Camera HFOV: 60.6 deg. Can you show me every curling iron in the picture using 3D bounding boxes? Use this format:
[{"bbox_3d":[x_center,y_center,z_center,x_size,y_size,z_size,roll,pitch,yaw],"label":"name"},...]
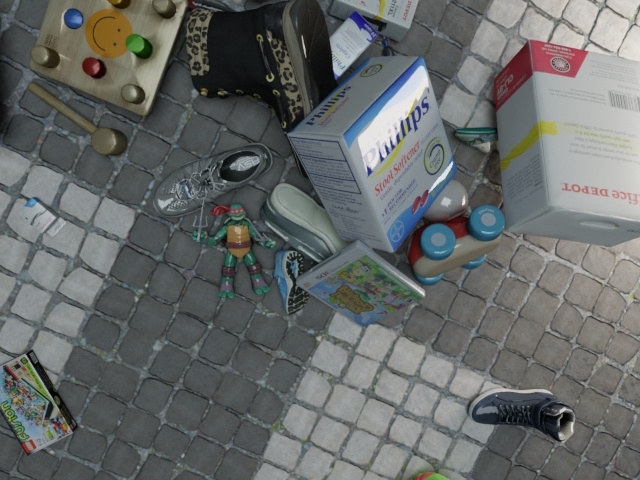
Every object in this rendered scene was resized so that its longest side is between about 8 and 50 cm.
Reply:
[{"bbox_3d":[-0.272,-0.496,1.184,0.274,0.035,0.068,7,98,-6],"label":"curling iron"}]

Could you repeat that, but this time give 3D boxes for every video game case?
[{"bbox_3d":[0.086,0.102,1.195,0.212,0.023,0.193,36,131,-26],"label":"video game case"}]

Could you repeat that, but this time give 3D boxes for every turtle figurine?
[{"bbox_3d":[-0.179,0.007,1.198,0.175,0.118,0.234,-1,111,8],"label":"turtle figurine"}]

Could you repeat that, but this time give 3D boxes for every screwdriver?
[{"bbox_3d":[0.139,-0.469,1.240,0.025,0.024,0.169,-23,96,-33],"label":"screwdriver"}]

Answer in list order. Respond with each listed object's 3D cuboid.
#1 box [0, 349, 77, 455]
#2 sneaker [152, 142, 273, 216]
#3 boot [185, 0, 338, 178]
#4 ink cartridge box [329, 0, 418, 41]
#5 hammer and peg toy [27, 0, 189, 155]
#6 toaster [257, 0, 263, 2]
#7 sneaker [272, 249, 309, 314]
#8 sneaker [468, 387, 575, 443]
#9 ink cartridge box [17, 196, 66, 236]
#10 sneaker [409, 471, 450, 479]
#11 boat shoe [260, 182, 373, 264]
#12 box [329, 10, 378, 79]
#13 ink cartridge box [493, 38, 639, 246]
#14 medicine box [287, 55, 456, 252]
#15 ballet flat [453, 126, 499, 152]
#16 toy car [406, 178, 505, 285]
[{"bbox_3d":[-0.646,0.360,1.215,0.114,0.036,0.207,-28,97,-3],"label":"box"},{"bbox_3d":[-0.236,-0.140,1.177,0.281,0.115,0.105,-29,97,-3],"label":"sneaker"},{"bbox_3d":[-0.114,-0.308,1.140,0.284,0.138,0.377,13,136,26],"label":"boot"},{"bbox_3d":[0.124,-0.535,1.197,0.175,0.072,0.127,18,83,-7],"label":"ink cartridge box"},{"bbox_3d":[-0.453,-0.368,1.111,0.266,0.127,0.361,23,99,-6],"label":"hammer and peg toy"},{"bbox_3d":[-0.101,-0.609,1.124,0.186,0.110,0.168,-18,99,24],"label":"toaster"},{"bbox_3d":[-0.072,0.092,1.251,0.063,0.073,0.162,-18,115,-36],"label":"sneaker"},{"bbox_3d":[0.479,0.412,1.285,0.226,0.163,0.086,-6,97,-4],"label":"sneaker"},{"bbox_3d":[-0.604,-0.049,1.188,0.083,0.028,0.048,41,90,-9],"label":"ink cartridge box"},{"bbox_3d":[0.158,0.764,1.268,0.483,0.185,0.202,-40,94,-1],"label":"sneaker"},{"bbox_3d":[0.000,0.000,1.244,0.319,0.116,0.099,38,133,-15],"label":"boat shoe"},{"bbox_3d":[0.042,-0.405,1.181,0.072,0.126,0.137,43,89,-10],"label":"box"},{"bbox_3d":[0.537,-0.198,1.159,0.279,0.160,0.384,7,70,-13],"label":"ink cartridge box"},{"bbox_3d":[0.117,-0.173,1.098,0.263,0.149,0.289,-49,132,-24],"label":"medicine box"},{"bbox_3d":[0.404,-0.235,1.271,0.189,0.070,0.070,-7,96,-2],"label":"ballet flat"},{"bbox_3d":[0.266,-0.054,1.229,0.210,0.219,0.238,-21,68,-3],"label":"toy car"}]
